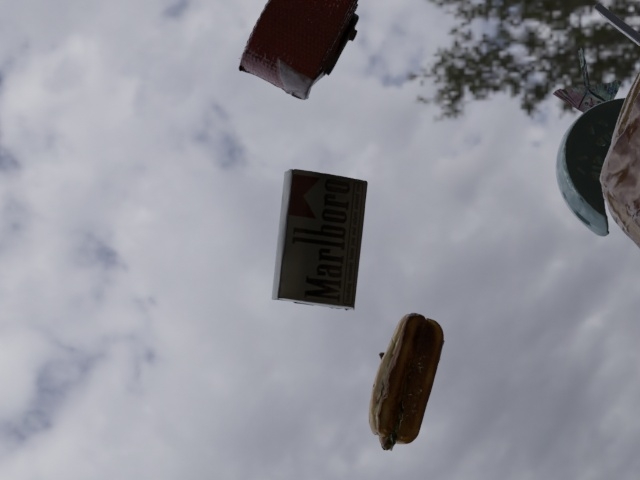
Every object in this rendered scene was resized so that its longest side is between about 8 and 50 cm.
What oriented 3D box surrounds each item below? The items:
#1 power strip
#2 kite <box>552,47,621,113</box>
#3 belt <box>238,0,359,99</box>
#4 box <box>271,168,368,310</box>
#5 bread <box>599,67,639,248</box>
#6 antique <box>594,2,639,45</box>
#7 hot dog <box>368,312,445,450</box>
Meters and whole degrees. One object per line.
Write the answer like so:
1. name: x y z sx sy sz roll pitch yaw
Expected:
1. power strip: 0.434 -0.125 1.543 0.253 0.167 0.054 -34 -20 -18
2. kite: 0.479 -0.278 1.986 0.005 0.137 0.152 -49 -59 -41
3. belt: -0.017 -0.280 1.440 0.124 0.128 0.201 27 -115 -4
4. box: 0.000 0.000 1.474 0.115 0.036 0.177 8 -97 -21
5. bread: 0.412 -0.109 0.991 0.167 0.277 0.324 10 -62 -20
6. antique: 0.492 -0.323 1.729 0.031 0.192 0.015 29 -71 -39
7. hot dog: 0.140 0.242 1.881 0.104 0.076 0.250 25 -114 -17
